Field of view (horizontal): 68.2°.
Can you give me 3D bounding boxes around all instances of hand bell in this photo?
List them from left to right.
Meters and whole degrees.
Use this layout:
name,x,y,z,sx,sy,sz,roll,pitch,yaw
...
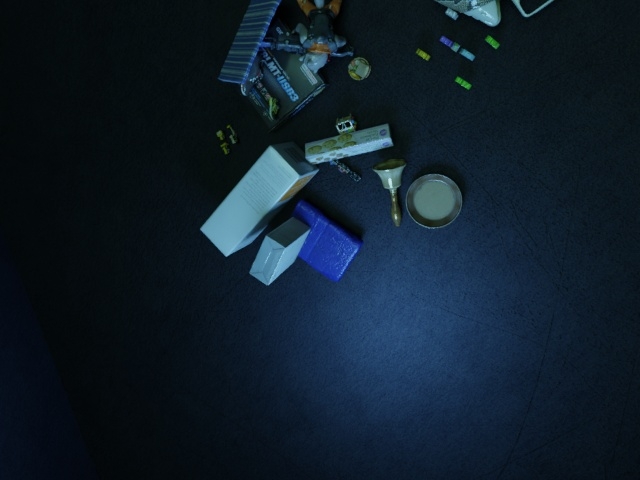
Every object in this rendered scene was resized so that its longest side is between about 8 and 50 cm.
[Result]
name,x,y,z,sx,sy,sz,roll,pitch,yaw
hand bell,0.271,-0.165,1.737,0.126,0.126,0.242,-4,114,20

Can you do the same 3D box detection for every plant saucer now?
name,x,y,z,sx,sy,sz,roll,pitch,yaw
plant saucer,0.411,-0.144,1.715,0.199,0.036,0.198,5,105,17

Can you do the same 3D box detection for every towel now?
name,x,y,z,sx,sy,sz,roll,pitch,yaw
towel,-0.247,-0.715,1.676,0.243,0.040,0.336,32,99,54
towel,0.000,0.000,1.885,0.308,0.076,0.227,35,120,7

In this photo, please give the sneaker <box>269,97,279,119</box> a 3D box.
name,x,y,z,sx,sy,sz,roll,pitch,yaw
sneaker,-0.170,-0.490,1.757,0.035,0.031,0.083,1,106,18

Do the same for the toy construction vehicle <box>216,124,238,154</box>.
name,x,y,z,sx,sy,sz,roll,pitch,yaw
toy construction vehicle,-0.375,-0.411,1.927,0.086,0.035,0.098,-24,93,34

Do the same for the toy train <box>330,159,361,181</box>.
name,x,y,z,sx,sy,sz,roll,pitch,yaw
toy train,0.088,-0.276,1.801,0.158,0.027,0.036,38,124,6

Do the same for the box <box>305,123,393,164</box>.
name,x,y,z,sx,sy,sz,roll,pitch,yaw
box,0.101,-0.350,1.732,0.324,0.063,0.067,-9,69,18

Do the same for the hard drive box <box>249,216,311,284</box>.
name,x,y,z,sx,sy,sz,roll,pitch,yaw
hard drive box,-0.149,0.036,1.784,0.089,0.232,0.181,33,118,9

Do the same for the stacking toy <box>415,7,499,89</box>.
name,x,y,z,sx,sy,sz,roll,pitch,yaw
stacking toy,0.453,-0.635,1.566,0.221,0.052,0.167,37,115,5

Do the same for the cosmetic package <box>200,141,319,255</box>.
name,x,y,z,sx,sy,sz,roll,pitch,yaw
cosmetic package,-0.235,-0.162,1.834,0.161,0.230,0.453,47,114,2

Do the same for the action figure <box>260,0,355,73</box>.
name,x,y,z,sx,sy,sz,roll,pitch,yaw
action figure,-0.048,-0.742,1.607,0.341,0.178,0.330,-3,91,-3

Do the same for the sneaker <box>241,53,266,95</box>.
name,x,y,z,sx,sy,sz,roll,pitch,yaw
sneaker,-0.243,-0.604,1.736,0.065,0.061,0.158,25,112,5

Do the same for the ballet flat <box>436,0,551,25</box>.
name,x,y,z,sx,sy,sz,roll,pitch,yaw
ballet flat,0.589,-0.763,1.434,0.483,0.164,0.182,-13,115,20

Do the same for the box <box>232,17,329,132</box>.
name,x,y,z,sx,sy,sz,roll,pitch,yaw
box,-0.167,-0.611,1.778,0.293,0.073,0.295,-34,92,25

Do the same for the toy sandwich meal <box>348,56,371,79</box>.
name,x,y,z,sx,sy,sz,roll,pitch,yaw
toy sandwich meal,0.138,-0.613,1.690,0.086,0.029,0.085,5,106,18

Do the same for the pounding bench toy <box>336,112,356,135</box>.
name,x,y,z,sx,sy,sz,roll,pitch,yaw
pounding bench toy,0.104,-0.414,1.742,0.065,0.052,0.083,-15,131,21
